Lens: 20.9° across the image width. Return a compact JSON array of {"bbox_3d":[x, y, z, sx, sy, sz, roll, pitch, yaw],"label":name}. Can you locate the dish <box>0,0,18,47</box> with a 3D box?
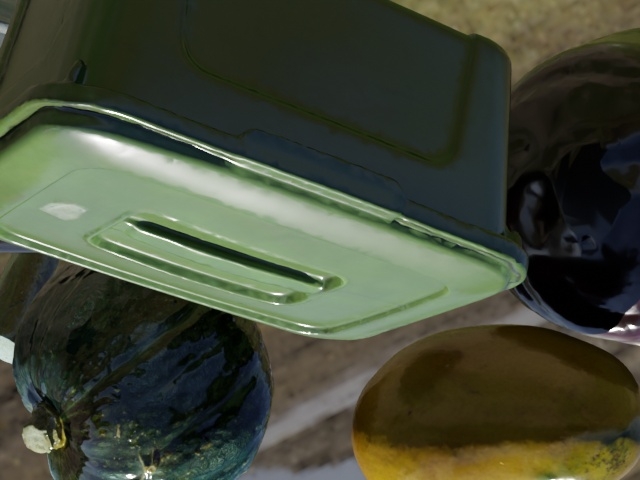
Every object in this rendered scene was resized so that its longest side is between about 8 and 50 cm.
[{"bbox_3d":[-0.438,-0.245,2.166,0.077,0.212,0.151,-57,163,-77],"label":"dish"}]

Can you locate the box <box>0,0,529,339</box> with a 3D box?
[{"bbox_3d":[-0.050,-0.067,1.084,0.329,0.177,0.253,18,160,-26],"label":"box"}]

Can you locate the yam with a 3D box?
[{"bbox_3d":[-0.379,0.068,2.203,0.068,0.169,0.068,11,150,6],"label":"yam"}]

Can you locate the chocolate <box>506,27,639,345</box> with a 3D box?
[{"bbox_3d":[0.338,-0.059,1.805,0.384,0.383,0.331,-32,172,16],"label":"chocolate"}]

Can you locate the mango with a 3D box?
[{"bbox_3d":[0.177,0.177,1.690,0.317,0.173,0.211,-6,-148,38],"label":"mango"}]

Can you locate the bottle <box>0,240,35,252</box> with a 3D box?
[{"bbox_3d":[-0.234,-0.013,1.262,0.096,0.045,0.045,-1,166,5],"label":"bottle"}]

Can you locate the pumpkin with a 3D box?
[{"bbox_3d":[-0.175,0.152,1.877,0.197,0.293,0.263,-10,-161,48],"label":"pumpkin"}]
